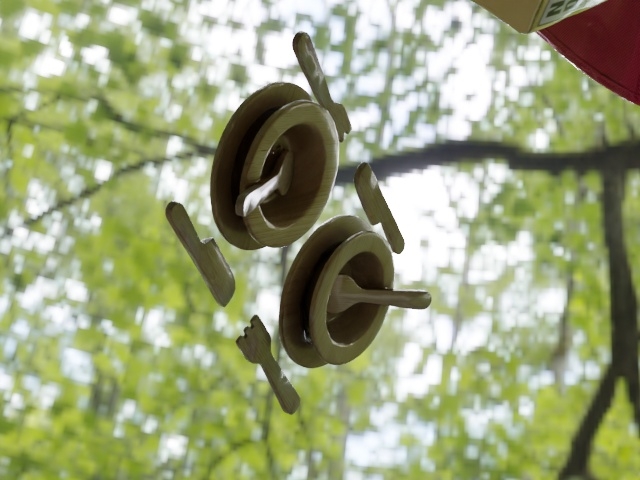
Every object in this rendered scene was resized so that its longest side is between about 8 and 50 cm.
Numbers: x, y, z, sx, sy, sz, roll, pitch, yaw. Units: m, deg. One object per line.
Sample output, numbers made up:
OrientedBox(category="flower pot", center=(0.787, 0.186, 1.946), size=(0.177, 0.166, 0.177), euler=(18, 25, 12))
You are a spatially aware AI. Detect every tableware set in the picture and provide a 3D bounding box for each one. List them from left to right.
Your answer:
OrientedBox(category="tableware set", center=(0.000, 0.000, 0.855), size=(0.039, 0.128, 0.194), euler=(19, -27, 32))

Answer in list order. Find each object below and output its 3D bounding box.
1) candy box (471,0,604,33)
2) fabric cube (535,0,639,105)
OrientedBox(category="candy box", center=(0.103, -0.191, 0.624), size=(0.183, 0.316, 0.087), euler=(37, -51, 22))
OrientedBox(category="fabric cube", center=(0.273, -0.251, 1.055), size=(0.259, 0.254, 0.258), euler=(-4, -60, -22))
